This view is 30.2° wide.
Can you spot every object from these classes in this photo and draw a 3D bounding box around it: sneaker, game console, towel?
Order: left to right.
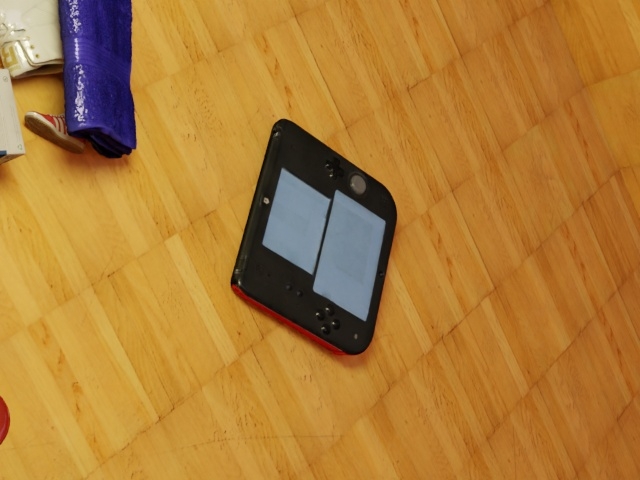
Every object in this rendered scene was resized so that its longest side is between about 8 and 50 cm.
[{"bbox_3d":[-0.492,-0.339,1.822,0.293,0.108,0.169,5,72,-47],"label":"sneaker"},{"bbox_3d":[-0.421,-0.194,1.903,0.118,0.042,0.067,35,59,-44],"label":"sneaker"},{"bbox_3d":[-0.351,-0.298,1.899,0.227,0.076,0.308,46,38,-81],"label":"towel"},{"bbox_3d":[0.000,0.000,2.284,0.342,0.060,0.386,36,54,-35],"label":"game console"}]

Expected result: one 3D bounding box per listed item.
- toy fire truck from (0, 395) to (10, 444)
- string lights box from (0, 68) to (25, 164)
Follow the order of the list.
[{"bbox_3d":[-0.567,0.272,1.540,0.254,0.169,0.302,29,56,-17],"label":"toy fire truck"},{"bbox_3d":[-0.557,-0.172,1.679,0.260,0.077,0.133,-8,85,-49],"label":"string lights box"}]
